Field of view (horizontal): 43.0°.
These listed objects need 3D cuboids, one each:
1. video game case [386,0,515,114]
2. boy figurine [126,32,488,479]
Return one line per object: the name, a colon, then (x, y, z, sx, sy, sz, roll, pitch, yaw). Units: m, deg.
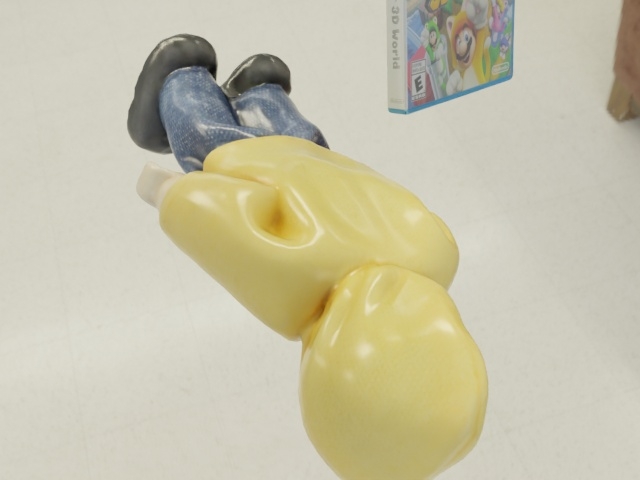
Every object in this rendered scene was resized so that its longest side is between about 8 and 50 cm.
video game case: (0.074, -0.161, 0.440, 0.015, 0.166, 0.119, 14, 27, 38)
boy figurine: (0.000, 0.000, 0.421, 0.177, 0.092, 0.285, 4, 39, -40)
